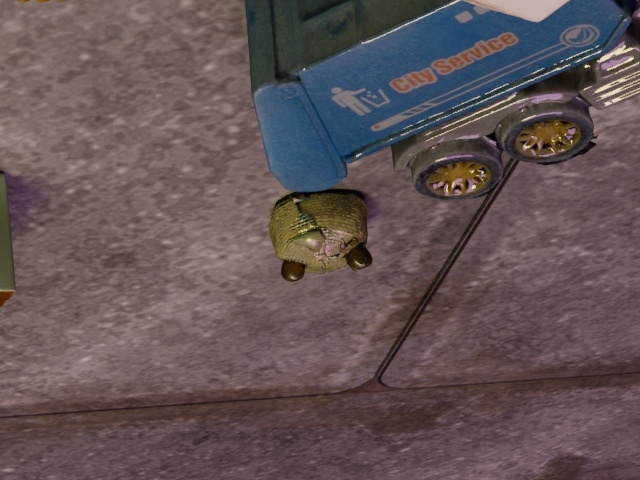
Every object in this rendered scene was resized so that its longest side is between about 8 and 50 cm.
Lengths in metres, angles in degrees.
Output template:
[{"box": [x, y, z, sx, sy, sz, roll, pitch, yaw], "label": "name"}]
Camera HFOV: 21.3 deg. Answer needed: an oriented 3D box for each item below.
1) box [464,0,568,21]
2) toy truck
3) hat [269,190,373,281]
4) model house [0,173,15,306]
[{"box": [0.122, -0.250, 0.687, 0.116, 0.203, 0.274, 11, 147, -39], "label": "box"}, {"box": [0.117, -0.144, 0.976, 0.367, 0.146, 0.175, -23, 148, 25], "label": "toy truck"}, {"box": [0.000, 0.000, 1.333, 0.077, 0.059, 0.076, 0, 149, -10], "label": "hat"}, {"box": [-0.305, 0.011, 1.194, 0.149, 0.100, 0.127, 10, 148, -32], "label": "model house"}]
